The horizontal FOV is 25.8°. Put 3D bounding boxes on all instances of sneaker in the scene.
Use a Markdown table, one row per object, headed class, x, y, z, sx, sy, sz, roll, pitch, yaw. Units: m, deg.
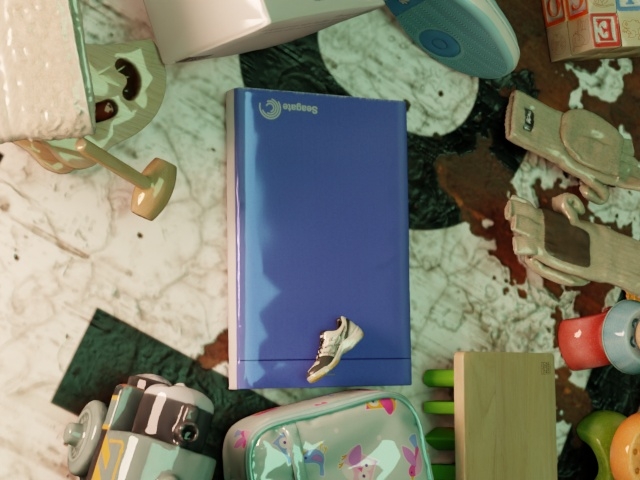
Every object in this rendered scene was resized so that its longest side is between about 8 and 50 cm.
| class | x | y | z | sx | sy | sz | roll | pitch | yaw |
| --- | --- | --- | --- | --- | --- | --- | --- | --- | --- |
| sneaker | 0.144 | -0.349 | 1.589 | 0.319 | 0.127 | 0.208 | 43 | 60 | -26 |
| sneaker | 0.007 | 0.115 | 1.478 | 0.037 | 0.032 | 0.083 | 45 | 62 | -2 |

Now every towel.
| class | x | y | z | sx | sy | sz | roll | pitch | yaw |
| --- | --- | --- | --- | --- | --- | --- | --- | --- | --- |
| towel | -0.314 | -0.220 | 1.256 | 0.187 | 0.049 | 0.282 | -9 | 93 | 3 |

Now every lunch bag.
| class | x | y | z | sx | sy | sz | roll | pitch | yaw |
| --- | --- | --- | --- | --- | --- | --- | --- | --- | --- |
| lunch bag | 0.014 | 0.305 | 1.460 | 0.224 | 0.108 | 0.279 | -10 | 90 | -28 |

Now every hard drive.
| class | x | y | z | sx | sy | sz | roll | pitch | yaw |
| --- | --- | --- | --- | --- | --- | --- | --- | --- | --- |
| hard drive | 0.000 | 0.000 | 1.522 | 0.210 | 0.040 | 0.319 | 2 | 84 | -27 |

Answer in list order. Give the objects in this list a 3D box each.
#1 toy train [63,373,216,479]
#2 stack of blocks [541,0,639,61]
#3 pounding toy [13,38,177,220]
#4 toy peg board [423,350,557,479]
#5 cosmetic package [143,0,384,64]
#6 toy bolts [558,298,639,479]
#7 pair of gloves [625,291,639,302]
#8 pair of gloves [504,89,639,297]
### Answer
| class | x | y | z | sx | sy | sz | roll | pitch | yaw |
| --- | --- | --- | --- | --- | --- | --- | --- | --- | --- |
| toy train | -0.187 | 0.287 | 1.312 | 0.142 | 0.190 | 0.334 | 24 | 75 | -24 |
| stack of blocks | 0.419 | -0.320 | 1.744 | 0.297 | 0.087 | 0.171 | -7 | 88 | -28 |
| pounding toy | -0.229 | -0.152 | 1.356 | 0.269 | 0.155 | 0.154 | 36 | 73 | -22 |
| toy peg board | 0.188 | 0.208 | 1.590 | 0.160 | 0.079 | 0.161 | 5 | 83 | -43 |
| cosmetic package | -0.100 | -0.387 | 1.412 | 0.217 | 0.156 | 0.385 | -25 | 96 | -52 |
| toy bolts | 0.408 | 0.172 | 1.647 | 0.218 | 0.158 | 0.229 | -20 | 94 | -27 |
| pair of gloves | 0.416 | 0.067 | 1.746 | 0.083 | 0.010 | 0.074 | -27 | 97 | -28 |
| pair of gloves | 0.304 | -0.050 | 1.659 | 0.204 | 0.042 | 0.240 | 14 | 60 | -21 |
